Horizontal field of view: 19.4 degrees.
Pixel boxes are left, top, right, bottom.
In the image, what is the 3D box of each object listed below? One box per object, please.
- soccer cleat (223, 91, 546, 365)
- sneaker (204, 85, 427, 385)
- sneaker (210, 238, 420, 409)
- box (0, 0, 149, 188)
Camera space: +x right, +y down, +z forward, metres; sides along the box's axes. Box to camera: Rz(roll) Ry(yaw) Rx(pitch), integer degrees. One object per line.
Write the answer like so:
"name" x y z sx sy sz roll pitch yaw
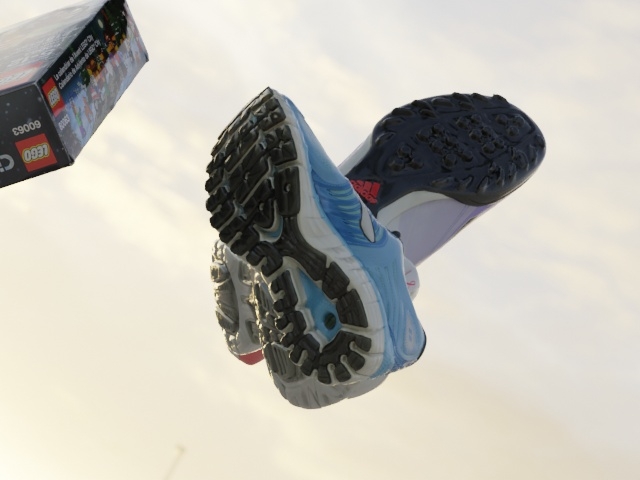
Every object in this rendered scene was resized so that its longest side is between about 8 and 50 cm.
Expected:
"soccer cleat" 0.046 -0.014 1.440 0.108 0.318 0.116 44 -36 20
"sneaker" 0.000 0.000 0.887 0.063 0.162 0.073 -39 -29 30
"sneaker" 0.011 0.032 1.103 0.232 0.115 0.090 -145 -134 -69
"box" -0.214 -0.051 0.932 0.233 0.159 0.044 -17 -71 15
